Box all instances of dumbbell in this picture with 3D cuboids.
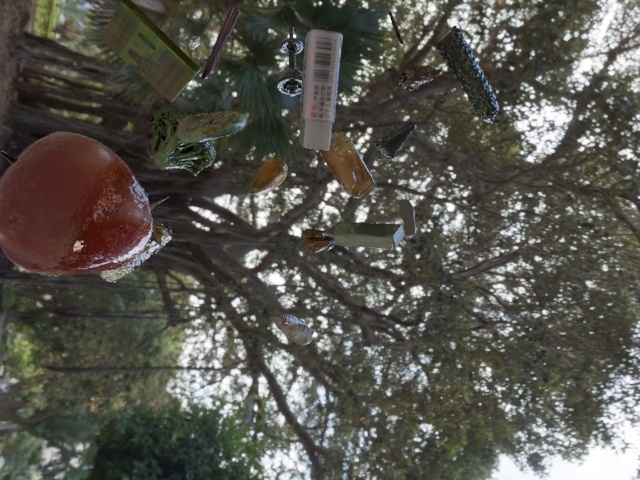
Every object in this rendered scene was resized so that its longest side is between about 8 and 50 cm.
[{"bbox_3d":[-0.096,-0.607,1.558,0.110,0.110,0.255,-21,-113,56],"label":"dumbbell"}]

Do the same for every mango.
[{"bbox_3d":[-0.185,-0.221,1.630,0.089,0.115,0.165,39,-91,11],"label":"mango"}]

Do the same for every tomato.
[{"bbox_3d":[-0.466,-0.032,0.818,0.308,0.170,0.309,12,-58,21],"label":"tomato"}]

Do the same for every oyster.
[{"bbox_3d":[0.318,-0.539,1.498,0.132,0.086,0.029,-31,-156,26],"label":"oyster"}]

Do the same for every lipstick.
[{"bbox_3d":[-0.237,-0.460,1.074,0.177,0.027,0.027,-63,-146,8],"label":"lipstick"}]

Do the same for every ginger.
[{"bbox_3d":[0.000,0.000,1.975,0.073,0.162,0.103,125,-39,-53],"label":"ginger"}]

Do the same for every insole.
[{"bbox_3d":[0.365,-0.098,1.915,0.063,0.010,0.192,-16,-127,18],"label":"insole"}]

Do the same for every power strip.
[{"bbox_3d":[0.140,-0.022,1.578,0.288,0.093,0.053,4,-53,37],"label":"power strip"}]

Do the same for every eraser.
[{"bbox_3d":[-0.005,-0.290,0.901,0.124,0.067,0.210,-119,-146,-72],"label":"eraser"}]

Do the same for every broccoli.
[{"bbox_3d":[-0.598,-0.416,1.976,0.303,0.321,0.283,-3,-139,43],"label":"broccoli"}]

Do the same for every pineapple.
[{"bbox_3d":[-0.607,-0.003,1.408,0.334,0.161,0.158,-27,-107,27],"label":"pineapple"}]

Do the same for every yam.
[{"bbox_3d":[0.232,-0.655,1.413,0.014,0.014,0.107,-15,-79,57],"label":"yam"}]

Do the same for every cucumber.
[{"bbox_3d":[0.519,-0.556,1.576,0.096,0.359,0.096,-36,-161,14],"label":"cucumber"}]

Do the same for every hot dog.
[{"bbox_3d":[-0.102,0.348,1.804,0.099,0.192,0.053,-38,-147,17],"label":"hot dog"}]

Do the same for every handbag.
[{"bbox_3d":[0.334,-0.456,2.038,0.175,0.088,0.270,-44,-167,6],"label":"handbag"}]

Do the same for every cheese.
[{"bbox_3d":[-0.404,-0.598,1.438,0.084,0.041,0.060,-68,-165,-11],"label":"cheese"}]

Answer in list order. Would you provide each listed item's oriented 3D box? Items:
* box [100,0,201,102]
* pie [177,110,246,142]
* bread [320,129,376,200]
[{"bbox_3d":[-0.371,-0.408,1.003,0.121,0.193,0.030,-26,-149,42],"label":"box"},{"bbox_3d":[-0.358,-0.373,1.491,0.240,0.240,0.054,44,-30,53],"label":"pie"},{"bbox_3d":[0.092,-0.262,1.615,0.107,0.241,0.136,-37,-152,-3],"label":"bread"}]
